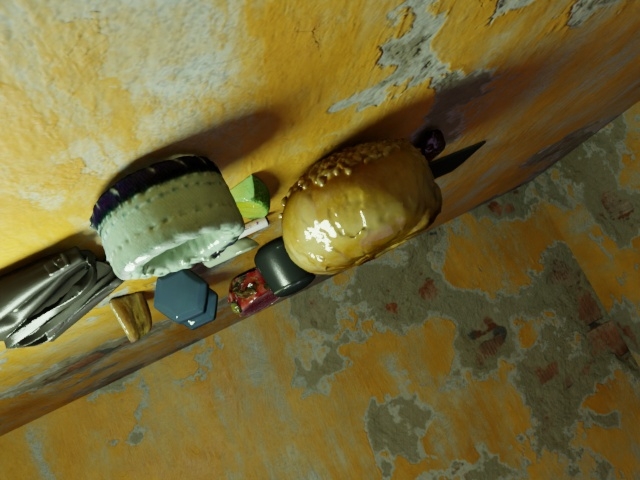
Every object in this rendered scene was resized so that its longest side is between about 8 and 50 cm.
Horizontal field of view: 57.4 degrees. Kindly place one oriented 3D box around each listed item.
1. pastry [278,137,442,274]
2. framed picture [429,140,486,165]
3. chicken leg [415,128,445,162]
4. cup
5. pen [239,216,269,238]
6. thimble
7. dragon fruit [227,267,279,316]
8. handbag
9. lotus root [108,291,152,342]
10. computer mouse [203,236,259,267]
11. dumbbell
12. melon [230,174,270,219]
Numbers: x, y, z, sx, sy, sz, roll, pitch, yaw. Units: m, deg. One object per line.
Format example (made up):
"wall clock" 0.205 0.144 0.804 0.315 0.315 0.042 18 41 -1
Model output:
"pastry" 0.090 -0.082 1.345 0.409 0.245 0.409 -24 172 -3
"framed picture" 0.388 -0.238 2.012 0.323 0.013 0.244 -23 169 -22
"chicken leg" 0.275 -0.237 1.581 0.105 0.063 0.234 -26 169 -33
"cup" -0.094 0.078 1.901 0.223 0.177 0.169 -17 163 -41
"pen" -0.256 0.003 1.500 0.269 0.033 0.033 -25 170 -10
"thimble" -0.257 -0.032 0.980 0.237 0.150 0.237 -25 170 -5
"dragon fruit" -0.240 0.173 2.167 0.282 0.147 0.211 -22 160 -41
"handbag" -0.517 0.106 1.148 0.257 0.114 0.285 -34 170 -2
"lotus root" -0.528 0.211 1.651 0.095 0.135 0.159 -26 -177 -13
"computer mouse" -0.249 0.025 1.568 0.181 0.056 0.089 -23 177 30
"dumbbell" -0.388 0.177 1.724 0.144 0.160 0.325 -54 175 -13
"melon" -0.162 -0.074 1.308 0.113 0.053 0.262 -19 169 -3
